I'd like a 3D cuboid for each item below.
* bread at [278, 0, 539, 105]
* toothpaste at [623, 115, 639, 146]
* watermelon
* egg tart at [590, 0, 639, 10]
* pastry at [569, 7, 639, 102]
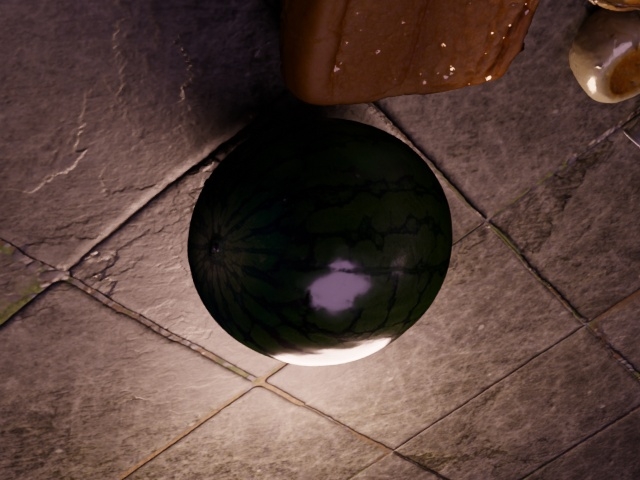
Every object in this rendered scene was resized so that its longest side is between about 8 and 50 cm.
[{"bbox_3d":[0.105,-0.314,1.176,0.328,0.148,0.337,-12,147,-17],"label":"bread"},{"bbox_3d":[0.596,-0.265,1.565,0.114,0.073,0.299,20,116,-40],"label":"toothpaste"},{"bbox_3d":[0.000,0.000,1.344,0.363,0.363,0.363,-14,140,-12],"label":"watermelon"},{"bbox_3d":[0.481,-0.443,1.207,0.443,0.178,0.443,-15,140,-13],"label":"egg tart"},{"bbox_3d":[0.434,-0.272,1.447,0.156,0.092,0.156,-13,142,-10],"label":"pastry"}]
